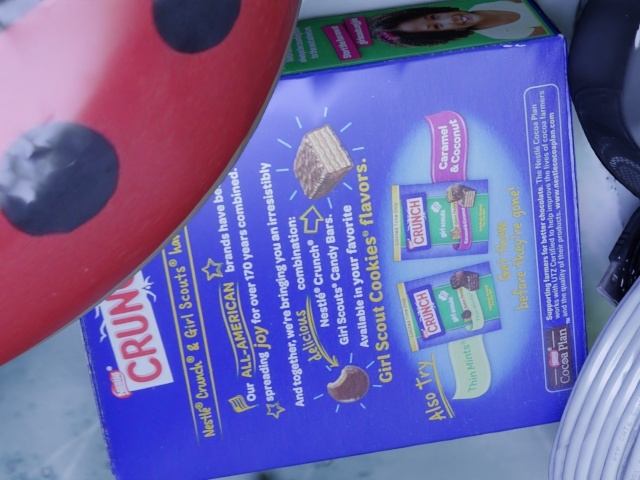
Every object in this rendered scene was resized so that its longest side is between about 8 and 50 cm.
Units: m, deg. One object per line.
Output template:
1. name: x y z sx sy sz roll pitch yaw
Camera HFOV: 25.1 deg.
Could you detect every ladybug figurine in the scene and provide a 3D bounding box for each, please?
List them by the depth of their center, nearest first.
1. ladybug figurine: -0.195 -0.077 0.640 0.449 0.162 0.305 -38 105 1

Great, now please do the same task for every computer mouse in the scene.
1. computer mouse: 0.200 -0.086 0.870 0.188 0.072 0.272 -55 150 -12

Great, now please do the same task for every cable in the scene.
1. cable: 0.252 0.093 0.940 0.257 0.089 0.257 -59 149 3

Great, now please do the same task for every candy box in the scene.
1. candy box: 0.000 0.000 0.931 0.317 0.122 0.268 -9 113 -3
